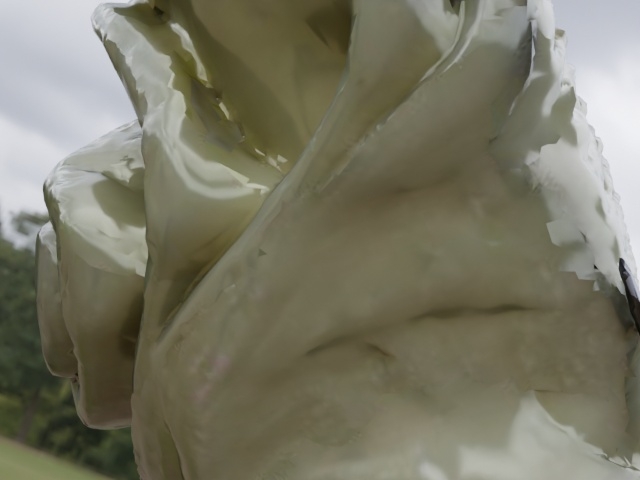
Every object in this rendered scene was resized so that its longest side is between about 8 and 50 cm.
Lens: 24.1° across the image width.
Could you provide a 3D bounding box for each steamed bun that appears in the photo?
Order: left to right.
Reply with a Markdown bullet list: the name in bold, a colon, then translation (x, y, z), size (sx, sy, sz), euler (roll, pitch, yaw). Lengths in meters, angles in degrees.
- **steamed bun**: translation (0.000, 0.000, 0.595), size (0.237, 0.394, 0.346), euler (-17, -25, 12)
